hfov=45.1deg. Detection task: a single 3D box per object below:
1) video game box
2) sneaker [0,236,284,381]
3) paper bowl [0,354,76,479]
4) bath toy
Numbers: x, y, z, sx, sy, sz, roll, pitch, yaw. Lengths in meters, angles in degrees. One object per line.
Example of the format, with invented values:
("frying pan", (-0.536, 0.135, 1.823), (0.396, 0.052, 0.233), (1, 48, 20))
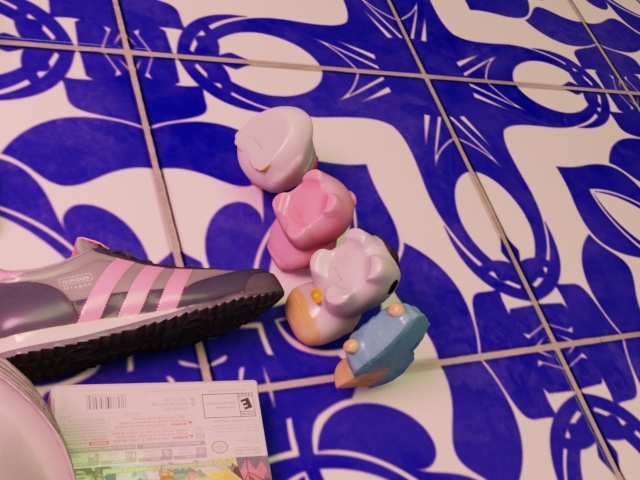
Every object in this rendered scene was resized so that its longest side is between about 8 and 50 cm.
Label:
("video game box", (-0.145, 0.226, 0.718), (0.205, 0.048, 0.187), (4, 53, -25))
("sneaker", (-0.189, 0.046, 0.784), (0.318, 0.112, 0.131), (-8, 64, -33))
("paper bowl", (-0.303, 0.199, 0.501), (0.284, 0.148, 0.285), (-1, 92, -23))
("bath toy", (0.000, 0.000, 0.911), (0.129, 0.151, 0.348), (32, 28, -60))
